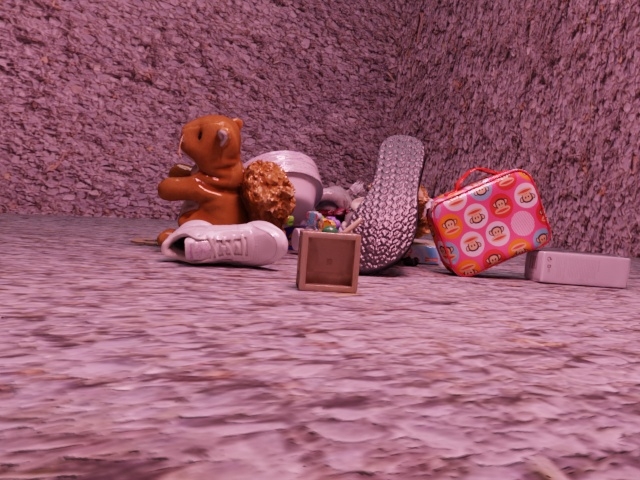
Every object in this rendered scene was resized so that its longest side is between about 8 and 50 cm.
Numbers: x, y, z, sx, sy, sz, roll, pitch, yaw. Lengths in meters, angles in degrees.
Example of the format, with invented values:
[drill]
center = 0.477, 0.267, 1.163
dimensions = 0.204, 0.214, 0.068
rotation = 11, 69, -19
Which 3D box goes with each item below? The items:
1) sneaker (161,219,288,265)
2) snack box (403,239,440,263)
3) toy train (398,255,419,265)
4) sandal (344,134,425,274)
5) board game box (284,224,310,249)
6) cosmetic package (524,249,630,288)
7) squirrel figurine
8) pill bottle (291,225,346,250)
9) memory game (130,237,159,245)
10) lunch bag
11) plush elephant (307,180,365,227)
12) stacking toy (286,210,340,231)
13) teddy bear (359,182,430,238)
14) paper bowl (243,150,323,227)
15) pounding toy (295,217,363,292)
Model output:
[sneaker]
center = -0.226, 0.021, 1.382
dimensions = 0.305, 0.114, 0.152
rotation = 1, 16, 19
[snack box]
center = 0.283, 0.030, 1.953
dimensions = 0.187, 0.060, 0.322
rotation = 3, 4, 4
[toy train]
center = 0.212, 0.057, 1.749
dimensions = 0.158, 0.027, 0.036
rotation = 6, 15, 19
[sandal]
center = 0.182, -0.082, 1.527
dimensions = 0.168, 0.445, 0.107
rotation = 14, -32, 14
[board game box]
center = -0.073, -0.012, 2.079
dimensions = 0.347, 0.078, 0.233
rotation = 4, 4, 8
[cosmetic package]
center = 0.672, 0.073, 1.558
dimensions = 0.231, 0.085, 0.117
rotation = 6, 4, -2
[squirrel figurine]
center = -0.250, -0.158, 1.680
dimensions = 0.397, 0.370, 0.281
rotation = 13, 17, 5
[pill bottle]
center = 0.000, 0.000, 1.845
dimensions = 0.170, 0.094, 0.094
rotation = 3, 4, -24
[memory game]
center = -0.500, 0.005, 1.862
dimensions = 0.186, 0.012, 0.186
rotation = 4, 3, 0
[lunch bag]
center = 0.433, -0.064, 1.562
dimensions = 0.293, 0.258, 0.120
rotation = -21, 4, -1
[plush elephant]
center = 0.087, -0.085, 2.386
dimensions = 0.330, 0.271, 0.255
rotation = -28, 50, -8
[stacking toy]
center = 0.006, -0.061, 1.774
dimensions = 0.221, 0.052, 0.167
rotation = 16, 14, 40
[teddy bear]
center = 0.235, -0.078, 1.741
dimensions = 0.245, 0.113, 0.338
rotation = 10, -15, -2
[paper bowl]
center = -0.132, -0.144, 1.888
dimensions = 0.284, 0.148, 0.284
rotation = -12, -28, -7
[pounding toy]
center = 0.023, 0.023, 1.148
dimensions = 0.130, 0.141, 0.100
rotation = 4, 3, -8
